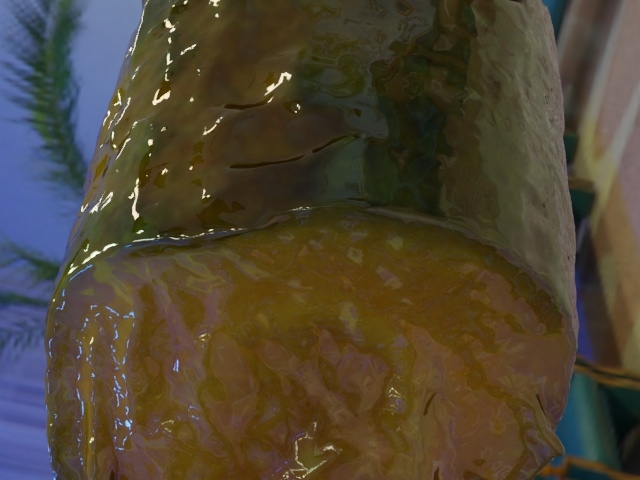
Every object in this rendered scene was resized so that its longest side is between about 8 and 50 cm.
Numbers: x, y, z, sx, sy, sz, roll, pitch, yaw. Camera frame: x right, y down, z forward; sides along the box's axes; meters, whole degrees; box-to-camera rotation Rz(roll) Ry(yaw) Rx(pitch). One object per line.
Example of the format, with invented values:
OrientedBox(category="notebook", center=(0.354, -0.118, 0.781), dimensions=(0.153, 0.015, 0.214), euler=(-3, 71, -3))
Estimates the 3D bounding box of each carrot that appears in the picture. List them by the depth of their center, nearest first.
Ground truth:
OrientedBox(category="carrot", center=(0.000, 0.000, 0.605), dimensions=(0.241, 0.242, 0.340), euler=(105, 171, -59))
